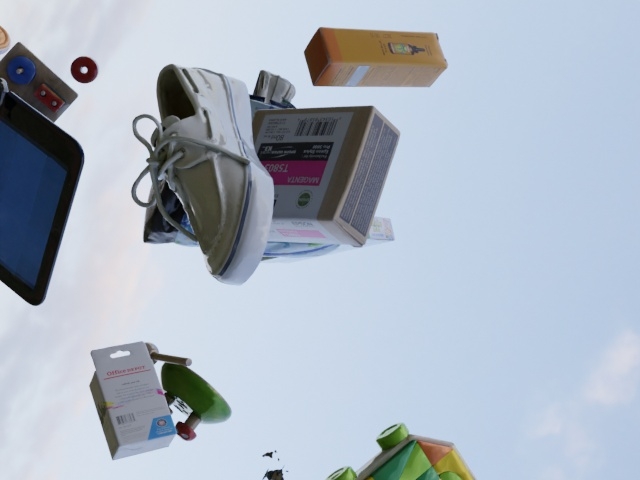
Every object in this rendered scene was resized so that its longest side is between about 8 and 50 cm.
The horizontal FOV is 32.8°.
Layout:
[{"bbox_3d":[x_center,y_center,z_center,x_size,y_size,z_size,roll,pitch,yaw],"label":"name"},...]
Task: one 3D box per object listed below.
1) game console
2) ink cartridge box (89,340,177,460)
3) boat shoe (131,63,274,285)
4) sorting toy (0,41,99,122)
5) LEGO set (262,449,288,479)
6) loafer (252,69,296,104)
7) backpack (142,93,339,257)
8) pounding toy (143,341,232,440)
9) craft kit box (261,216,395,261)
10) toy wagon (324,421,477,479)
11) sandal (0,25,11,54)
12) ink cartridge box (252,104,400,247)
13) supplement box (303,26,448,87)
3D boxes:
[{"bbox_3d":[-0.494,-0.064,1.503,0.173,0.250,0.293,57,-46,43],"label":"game console"},{"bbox_3d":[-0.325,0.270,1.850,0.181,0.104,0.061,66,-33,26],"label":"ink cartridge box"},{"bbox_3d":[-0.159,-0.101,1.314,0.136,0.156,0.367,-53,-147,35],"label":"boat shoe"},{"bbox_3d":[-0.502,-0.230,1.804,0.274,0.132,0.046,-46,-168,6],"label":"sorting toy"},{"bbox_3d":[-0.089,0.449,2.121,0.023,0.054,0.083,160,-69,-77],"label":"LEGO set"},{"bbox_3d":[-0.172,-0.273,2.630,0.319,0.111,0.112,-63,-169,-26],"label":"loafer"},{"bbox_3d":[-0.087,-0.101,1.844,0.273,0.355,0.290,-33,-138,60],"label":"backpack"},{"bbox_3d":[-0.299,0.330,2.263,0.183,0.237,0.110,16,-122,44],"label":"pounding toy"},{"bbox_3d":[0.000,0.000,2.219,0.250,0.246,0.061,-13,-92,17],"label":"craft kit box"},{"bbox_3d":[0.112,0.466,1.712,0.344,0.267,0.068,-34,-177,-27],"label":"toy wagon"},{"bbox_3d":[-0.571,-0.339,1.581,0.076,0.265,0.102,-51,-130,36],"label":"sandal"},{"bbox_3d":[-0.019,-0.097,1.622,0.234,0.088,0.193,3,-115,39],"label":"ink cartridge box"},{"bbox_3d":[0.095,-0.307,1.841,0.080,0.233,0.078,128,-47,-55],"label":"supplement box"}]
